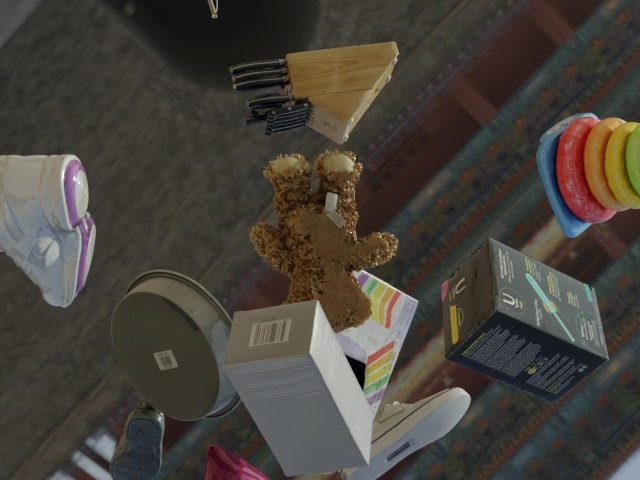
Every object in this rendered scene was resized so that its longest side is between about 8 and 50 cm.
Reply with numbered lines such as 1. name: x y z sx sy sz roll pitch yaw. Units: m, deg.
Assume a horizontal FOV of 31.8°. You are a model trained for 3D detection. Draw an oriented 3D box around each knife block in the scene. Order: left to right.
1. knife block: -0.022 -0.302 2.073 0.275 0.242 0.088 -55 174 -24

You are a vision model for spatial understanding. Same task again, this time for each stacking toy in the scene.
1. stacking toy: 0.481 -0.114 1.641 0.175 0.166 0.302 -33 -162 -37

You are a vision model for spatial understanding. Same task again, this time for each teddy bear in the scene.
1. teddy bear: 0.000 0.000 1.933 0.245 0.338 0.113 -19 167 -19

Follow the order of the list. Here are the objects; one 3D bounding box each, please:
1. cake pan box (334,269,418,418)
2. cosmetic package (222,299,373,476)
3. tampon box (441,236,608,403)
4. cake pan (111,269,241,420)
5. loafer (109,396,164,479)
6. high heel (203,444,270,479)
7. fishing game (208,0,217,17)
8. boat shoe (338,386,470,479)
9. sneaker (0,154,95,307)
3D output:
1. cake pan box: 0.050 0.190 2.068 0.070 0.246 0.267 15 -101 43
2. cosmetic package: -0.024 0.201 1.487 0.127 0.238 0.107 -10 -138 17
3. tampon box: 0.235 0.095 1.318 0.101 0.161 0.120 -50 -156 38
4. cake pan: -0.259 0.196 1.984 0.293 0.293 0.054 -32 -179 42
5. loafer: -0.344 0.386 2.185 0.267 0.096 0.084 115 -11 -45
6. high heel: -0.076 0.490 2.122 0.127 0.377 0.181 -26 -120 20
7. fishing game: -0.124 -0.516 1.979 0.041 0.189 0.264 21 -122 26
8. boat shoe: 0.138 0.330 1.983 0.267 0.096 0.088 -35 -130 -8
9. sneaker: -0.381 -0.019 1.494 0.305 0.152 0.114 100 -5 -54
